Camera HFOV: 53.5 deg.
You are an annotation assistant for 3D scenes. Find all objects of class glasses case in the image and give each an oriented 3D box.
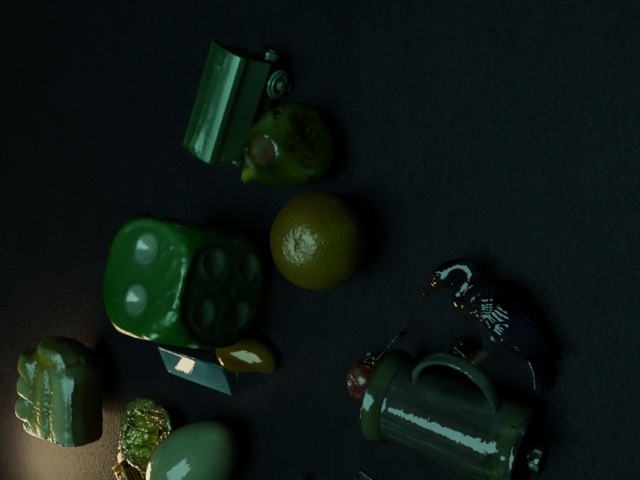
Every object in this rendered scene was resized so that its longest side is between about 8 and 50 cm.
[{"bbox_3d":[-0.340,0.353,1.793,0.266,0.056,0.105,8,125,36],"label":"glasses case"}]

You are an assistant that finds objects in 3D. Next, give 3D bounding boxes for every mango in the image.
[{"bbox_3d":[-0.193,0.296,1.646,0.184,0.085,0.102,6,95,32],"label":"mango"}]

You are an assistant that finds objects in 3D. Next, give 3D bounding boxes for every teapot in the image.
[{"bbox_3d":[0.265,0.334,1.222,0.337,0.200,0.270,16,126,33],"label":"teapot"}]

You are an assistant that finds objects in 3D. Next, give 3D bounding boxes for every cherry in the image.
[{"bbox_3d":[0.119,0.272,1.379,0.090,0.107,0.225,50,135,38],"label":"cherry"}]

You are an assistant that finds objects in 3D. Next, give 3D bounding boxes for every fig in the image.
[{"bbox_3d":[-0.100,-0.198,1.464,0.275,0.206,0.206,-24,80,52],"label":"fig"}]

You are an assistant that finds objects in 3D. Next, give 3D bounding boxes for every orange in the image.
[{"bbox_3d":[0.000,0.000,1.371,0.236,0.236,0.236,5,99,37],"label":"orange"}]

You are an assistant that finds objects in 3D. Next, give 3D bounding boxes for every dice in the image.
[{"bbox_3d":[-0.333,0.099,1.567,0.287,0.297,0.300,10,87,37],"label":"dice"}]

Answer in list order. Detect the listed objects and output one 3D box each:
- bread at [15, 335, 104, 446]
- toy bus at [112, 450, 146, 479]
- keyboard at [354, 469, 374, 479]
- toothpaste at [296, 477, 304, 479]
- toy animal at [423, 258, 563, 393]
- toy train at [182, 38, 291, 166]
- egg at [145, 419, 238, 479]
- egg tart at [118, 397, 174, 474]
[{"bbox_3d":[-0.832,0.470,2.078,0.301,0.210,0.341,2,97,26],"label":"bread"},{"bbox_3d":[-0.607,0.744,2.021,0.069,0.074,0.162,-39,74,35],"label":"toy bus"},{"bbox_3d":[0.157,0.611,1.464,0.198,0.010,0.063,28,110,32],"label":"keyboard"},{"bbox_3d":[-0.068,0.783,1.625,0.099,0.061,0.392,15,106,34],"label":"toothpaste"},{"bbox_3d":[0.327,0.164,1.210,0.298,0.122,0.185,35,115,28],"label":"toy animal"},{"bbox_3d":[-0.193,-0.317,1.497,0.120,0.202,0.300,37,117,33],"label":"toy train"},{"bbox_3d":[-0.336,0.602,1.712,0.295,0.218,0.218,-43,69,16],"label":"egg"},{"bbox_3d":[-0.510,0.587,1.919,0.252,0.098,0.231,-21,76,33],"label":"egg tart"}]
